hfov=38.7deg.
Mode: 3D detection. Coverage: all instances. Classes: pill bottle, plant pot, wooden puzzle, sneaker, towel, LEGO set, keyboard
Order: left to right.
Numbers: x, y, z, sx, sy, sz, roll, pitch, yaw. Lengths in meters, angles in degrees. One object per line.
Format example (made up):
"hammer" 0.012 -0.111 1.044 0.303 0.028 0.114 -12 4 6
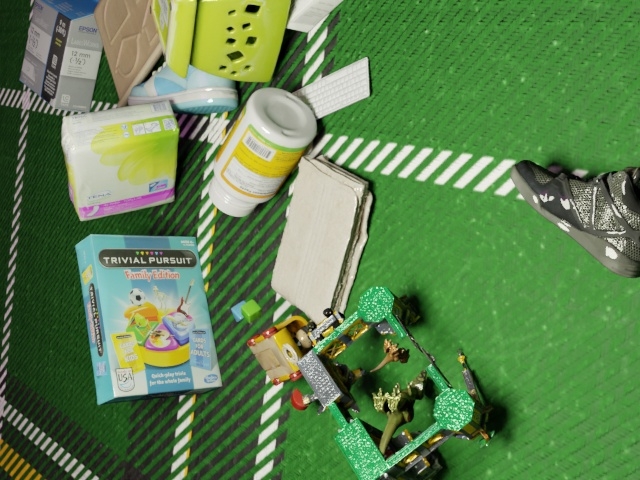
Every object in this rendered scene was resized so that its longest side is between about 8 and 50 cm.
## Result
"wooden puzzle" -0.407 -0.522 2.114 0.322 0.080 0.347 -42 54 40
"sneaker" -0.291 -0.375 1.935 0.319 0.127 0.208 4 94 40
"plant pot" -0.198 -0.444 1.705 0.227 0.207 0.228 110 147 -53
"pill bottle" -0.118 -0.156 1.707 0.245 0.136 0.136 -52 52 43
"towel" 0.000 0.000 1.642 0.187 0.049 0.282 35 116 46
"keyboard" 0.002 -0.261 1.669 0.256 0.014 0.072 -16 77 48
"LEGO set" 0.125 0.251 1.434 0.255 0.192 0.331 -47 53 2
"sneaker" 0.357 -0.065 1.194 0.227 0.087 0.130 45 120 37

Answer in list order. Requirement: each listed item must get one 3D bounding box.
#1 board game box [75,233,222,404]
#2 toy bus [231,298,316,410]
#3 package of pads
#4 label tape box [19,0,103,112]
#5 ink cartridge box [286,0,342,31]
"board game box" -0.356 0.158 1.896 0.079 0.254 0.336 -28 69 45
"toy bus" -0.050 0.185 1.615 0.202 0.104 0.191 35 148 40
"package of pads" -0.424 -0.166 1.925 0.296 0.229 0.101 110 144 -59
"label tape box" -0.666 -0.541 2.386 0.249 0.115 0.347 36 117 44
"ink cartridge box" -0.005 -0.572 1.643 0.261 0.066 0.296 -33 66 45
